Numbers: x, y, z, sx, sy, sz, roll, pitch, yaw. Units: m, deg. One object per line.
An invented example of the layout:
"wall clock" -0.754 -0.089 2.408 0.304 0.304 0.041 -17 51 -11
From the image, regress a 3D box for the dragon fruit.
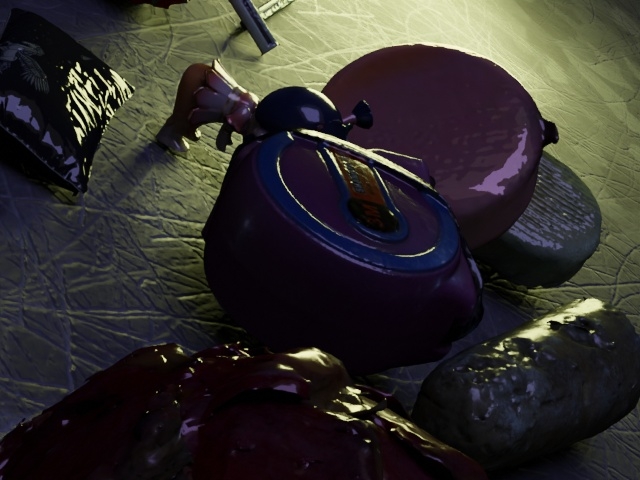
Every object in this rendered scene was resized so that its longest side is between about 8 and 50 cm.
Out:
"dragon fruit" -0.049 0.205 0.770 0.329 0.329 0.329 28 29 -17

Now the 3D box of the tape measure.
"tape measure" 0.021 0.013 1.278 0.245 0.149 0.231 14 34 -24

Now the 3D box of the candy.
"candy" 0.115 -0.096 1.512 0.255 0.094 0.255 0 54 0

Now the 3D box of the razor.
"razor" -0.064 -0.285 1.795 0.084 0.036 0.211 59 20 -9

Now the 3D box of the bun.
"bun" 0.205 -0.035 1.636 0.221 0.108 0.221 21 40 -19

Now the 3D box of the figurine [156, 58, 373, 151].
"figurine" -0.054 -0.111 1.406 0.195 0.102 0.111 21 28 4

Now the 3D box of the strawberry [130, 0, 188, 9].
"strawberry" -0.190 -0.315 1.619 0.131 0.148 0.131 4 80 -26

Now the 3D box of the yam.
"yam" 0.192 0.134 1.336 0.133 0.133 0.330 49 31 21

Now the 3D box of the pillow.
"pillow" -0.246 -0.133 1.314 0.141 0.055 0.208 36 27 -15
